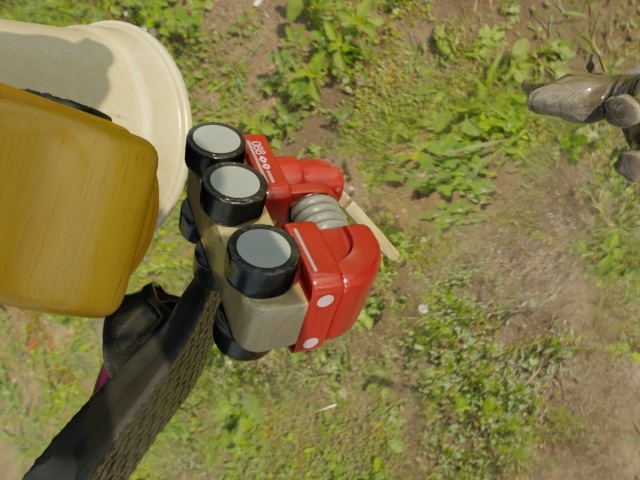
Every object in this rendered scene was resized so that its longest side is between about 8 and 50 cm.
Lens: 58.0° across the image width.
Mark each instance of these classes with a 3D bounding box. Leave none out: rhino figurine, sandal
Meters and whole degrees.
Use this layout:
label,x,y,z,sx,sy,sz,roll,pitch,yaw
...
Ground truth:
label,x,y,z,sx,sy,sz,roll,pitch,yaw
rhino figurine,0.254,-0.092,0.425,0.243,0.106,0.073,30,139,44
sandal,-0.190,0.124,0.584,0.107,0.446,0.167,22,115,3

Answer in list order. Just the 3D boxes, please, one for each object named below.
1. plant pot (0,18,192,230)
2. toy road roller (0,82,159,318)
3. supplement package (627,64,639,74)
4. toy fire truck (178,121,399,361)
label,x,y,z,sx,sy,sz,roll,pitch,yaw
plant pot,-0.388,-0.144,0.722,0.334,0.305,0.334,2,94,29
toy road roller,-0.274,-0.045,0.435,0.240,0.329,0.202,13,89,42
supplement package,0.457,-0.171,0.500,0.175,0.177,0.293,58,157,6
toy fire truck,0.000,0.000,0.574,0.158,0.246,0.217,107,146,-42
